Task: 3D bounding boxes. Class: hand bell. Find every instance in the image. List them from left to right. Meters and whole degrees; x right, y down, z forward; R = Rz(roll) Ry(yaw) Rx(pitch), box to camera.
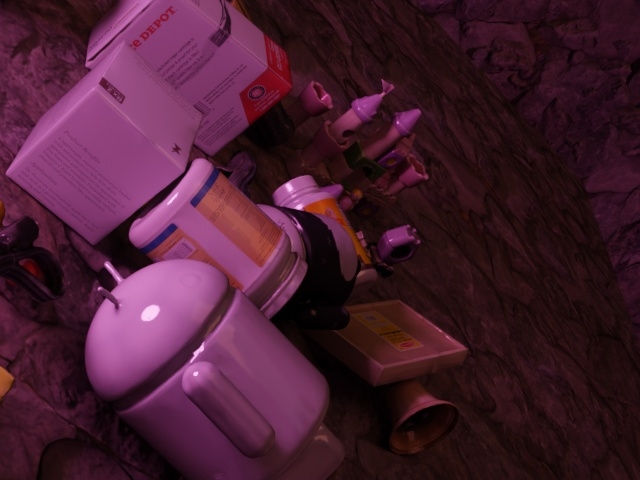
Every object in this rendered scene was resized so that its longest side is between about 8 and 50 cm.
[{"bbox_3d":[0.119,0.226,1.675,0.126,0.126,0.242,26,24,-45],"label":"hand bell"}]

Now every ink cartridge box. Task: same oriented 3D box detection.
[{"bbox_3d":[-0.210,-0.293,1.605,0.273,0.197,0.114,35,30,-35],"label":"ink cartridge box"}]

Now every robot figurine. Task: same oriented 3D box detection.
[{"bbox_3d":[-0.130,0.163,1.164,0.353,0.200,0.300,47,-11,-14],"label":"robot figurine"},{"bbox_3d":[-0.056,0.037,1.497,0.278,0.209,0.173,8,87,-58],"label":"robot figurine"}]

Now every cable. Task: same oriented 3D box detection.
[{"bbox_3d":[-0.342,0.026,1.041,0.139,0.072,0.287,63,4,-9],"label":"cable"}]

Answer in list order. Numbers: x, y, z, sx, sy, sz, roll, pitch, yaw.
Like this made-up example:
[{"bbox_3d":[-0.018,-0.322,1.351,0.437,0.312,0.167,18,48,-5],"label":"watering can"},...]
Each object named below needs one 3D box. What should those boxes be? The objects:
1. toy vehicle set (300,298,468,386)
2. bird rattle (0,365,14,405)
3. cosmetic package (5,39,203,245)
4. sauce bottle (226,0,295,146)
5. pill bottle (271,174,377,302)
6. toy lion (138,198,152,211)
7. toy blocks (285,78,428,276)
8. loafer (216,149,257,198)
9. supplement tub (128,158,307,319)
[{"bbox_3d":[0.111,0.164,1.654,0.166,0.035,0.267,36,22,32],"label":"toy vehicle set"},{"bbox_3d":[-0.398,0.094,0.886,0.253,0.143,0.207,54,41,6],"label":"bird rattle"},{"bbox_3d":[-0.276,-0.126,1.296,0.151,0.184,0.151,44,27,-23],"label":"cosmetic package"},{"bbox_3d":[-0.140,-0.306,1.758,0.111,0.111,0.344,-97,164,-46],"label":"sauce bottle"},{"bbox_3d":[0.000,0.000,1.697,0.117,0.117,0.215,0,58,-60],"label":"pill bottle"},{"bbox_3d":[-0.244,-0.060,1.454,0.100,0.034,0.096,13,54,-54],"label":"toy lion"},{"bbox_3d":[0.111,-0.156,1.919,0.288,0.260,0.309,29,35,-44],"label":"toy blocks"},{"bbox_3d":[-0.147,-0.104,1.642,0.061,0.062,0.170,37,28,-23],"label":"loafer"},{"bbox_3d":[-0.129,0.008,1.279,0.200,0.144,0.144,43,27,-15],"label":"supplement tub"}]
